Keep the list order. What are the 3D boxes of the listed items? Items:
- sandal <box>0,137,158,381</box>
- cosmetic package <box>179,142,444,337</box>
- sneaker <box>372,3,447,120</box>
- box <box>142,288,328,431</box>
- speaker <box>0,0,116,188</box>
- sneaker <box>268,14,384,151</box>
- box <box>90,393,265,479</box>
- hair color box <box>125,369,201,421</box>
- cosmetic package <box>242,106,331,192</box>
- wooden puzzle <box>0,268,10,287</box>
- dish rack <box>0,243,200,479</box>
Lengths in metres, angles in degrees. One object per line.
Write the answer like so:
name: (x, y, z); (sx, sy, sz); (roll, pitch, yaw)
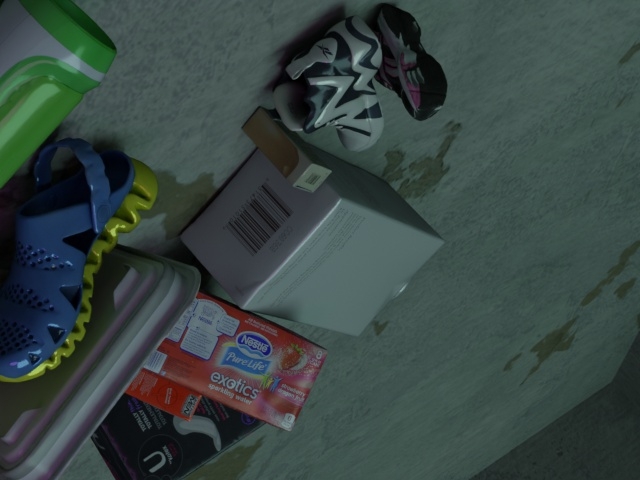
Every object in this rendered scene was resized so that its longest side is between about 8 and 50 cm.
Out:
sandal: (-0.307, 0.008, 1.615); (0.138, 0.126, 0.317); (56, 48, -50)
cosmetic package: (0.000, 0.000, 2.081); (0.217, 0.156, 0.385); (-47, 156, 10)
sneaker: (0.108, -0.220, 1.875); (0.072, 0.178, 0.077); (9, 139, -29)
box: (-0.137, 0.149, 1.965); (0.257, 0.123, 0.128); (26, 89, -22)
speaker: (-0.340, -0.117, 1.432); (0.296, 0.131, 0.131); (-46, 155, 7)
sneaker: (0.000, -0.176, 1.877); (0.153, 0.094, 0.235); (-28, 157, -17)
box: (-0.199, 0.234, 2.093); (0.270, 0.165, 0.143); (-32, -171, -21)
hair color box: (-0.239, 0.197, 1.961); (0.043, 0.141, 0.072); (-66, -162, -6)
cosmetic package: (-0.044, -0.118, 1.871); (0.041, 0.115, 0.060); (-48, 153, 14)
wooden puzzle: (-0.516, 0.129, 1.630); (0.322, 0.080, 0.348); (-49, 159, 14)
dish rack: (-0.309, 0.132, 1.704); (0.072, 0.285, 0.333); (43, 75, -29)
